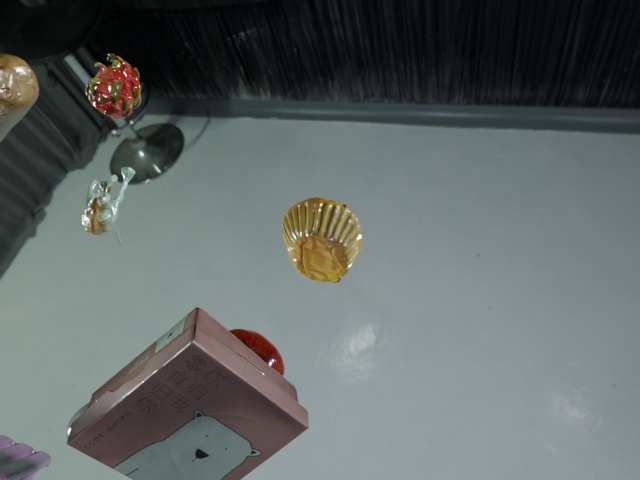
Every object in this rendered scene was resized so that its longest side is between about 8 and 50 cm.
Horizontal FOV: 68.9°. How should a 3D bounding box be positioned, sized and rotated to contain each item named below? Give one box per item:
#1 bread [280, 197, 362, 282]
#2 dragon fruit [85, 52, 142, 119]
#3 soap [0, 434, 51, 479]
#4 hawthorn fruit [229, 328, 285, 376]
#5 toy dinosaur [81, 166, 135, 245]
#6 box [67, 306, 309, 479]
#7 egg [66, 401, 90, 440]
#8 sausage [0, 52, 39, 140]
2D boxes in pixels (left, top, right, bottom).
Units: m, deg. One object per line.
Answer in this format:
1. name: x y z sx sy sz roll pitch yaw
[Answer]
1. bread: 0.000 0.000 1.451 0.273 0.274 0.149 -2 38 15
2. dragon fruit: -0.643 -0.481 1.455 0.166 0.160 0.172 36 97 -3
3. soap: -0.455 0.308 0.620 0.122 0.203 0.066 26 68 -5
4. hawthorn fruit: -0.216 0.398 1.476 0.260 0.224 0.224 9 62 27
5. toy dinosaur: -0.566 -0.084 1.237 0.092 0.393 0.206 16 57 -17
6. box: -0.165 0.223 0.611 0.215 0.215 0.086 -40 26 9
7. egg: -0.659 0.548 1.402 0.198 0.146 0.147 -16 55 -8
8. sausage: -0.767 -0.270 1.044 0.500 0.123 0.136 -18 48 36
